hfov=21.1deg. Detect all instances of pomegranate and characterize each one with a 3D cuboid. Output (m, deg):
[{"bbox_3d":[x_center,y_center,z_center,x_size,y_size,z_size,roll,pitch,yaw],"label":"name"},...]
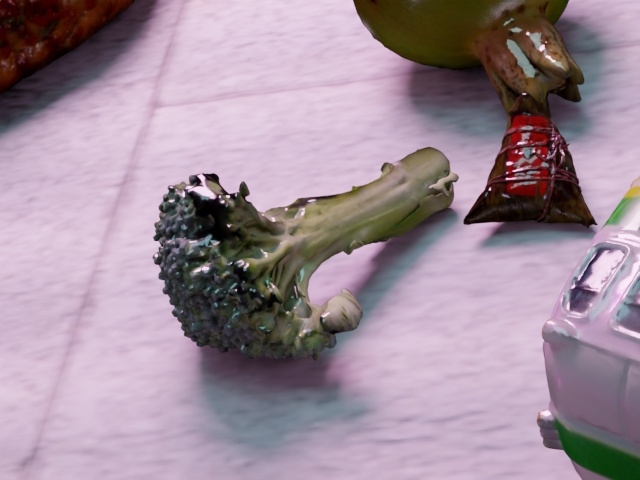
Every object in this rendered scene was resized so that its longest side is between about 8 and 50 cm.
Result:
[{"bbox_3d":[0.101,-0.168,1.108,0.159,0.159,0.205,-25,66,-9],"label":"pomegranate"}]

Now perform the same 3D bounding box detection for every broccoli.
[{"bbox_3d":[-0.001,-0.002,0.991,0.204,0.118,0.122,-23,5,-32],"label":"broccoli"}]

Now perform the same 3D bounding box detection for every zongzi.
[{"bbox_3d":[0.134,-0.032,1.011,0.073,0.067,0.083,19,68,23],"label":"zongzi"}]

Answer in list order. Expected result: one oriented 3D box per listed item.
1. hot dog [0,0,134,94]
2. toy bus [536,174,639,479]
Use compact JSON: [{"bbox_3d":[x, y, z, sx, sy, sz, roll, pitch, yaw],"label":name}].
[{"bbox_3d":[-0.276,-0.207,1.263,0.405,0.185,0.223,-35,39,-21],"label":"hot dog"},{"bbox_3d":[0.256,0.069,0.753,0.305,0.143,0.179,20,54,37],"label":"toy bus"}]
